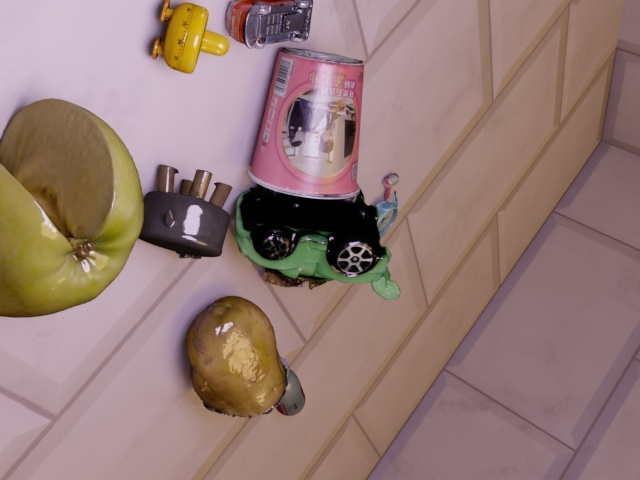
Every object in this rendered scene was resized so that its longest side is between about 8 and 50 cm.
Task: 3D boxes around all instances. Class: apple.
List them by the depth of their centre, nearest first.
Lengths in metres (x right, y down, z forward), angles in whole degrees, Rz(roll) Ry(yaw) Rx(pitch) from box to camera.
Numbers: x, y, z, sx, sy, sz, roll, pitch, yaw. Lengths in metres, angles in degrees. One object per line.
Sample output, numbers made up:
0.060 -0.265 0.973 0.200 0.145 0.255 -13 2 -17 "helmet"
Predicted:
-0.372 -0.042 0.895 0.292 0.254 0.292 -39 149 -29 "apple"

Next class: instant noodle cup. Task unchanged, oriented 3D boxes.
-0.014 -0.231 1.349 0.243 0.243 0.255 -15 121 -52 "instant noodle cup"

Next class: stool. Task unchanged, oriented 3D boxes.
-0.243 -0.045 1.239 0.153 0.228 0.140 17 79 -20 "stool"

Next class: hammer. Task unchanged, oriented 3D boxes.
0.190 -0.145 1.935 0.052 0.031 0.083 -29 145 -38 "hammer"

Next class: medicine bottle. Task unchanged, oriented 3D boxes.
-0.101 0.394 1.898 0.090 0.090 0.217 -46 148 -24 "medicine bottle"

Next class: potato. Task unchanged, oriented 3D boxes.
-0.194 0.237 1.519 0.229 0.229 0.266 -40 131 -32 "potato"

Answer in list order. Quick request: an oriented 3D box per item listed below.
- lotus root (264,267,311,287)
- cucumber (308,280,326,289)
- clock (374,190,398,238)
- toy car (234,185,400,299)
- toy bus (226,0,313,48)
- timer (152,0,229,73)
-0.011 -0.018 1.609 0.314 0.141 0.169 -57 150 -7 "lotus root"
0.043 0.042 1.836 0.227 0.069 0.069 -47 149 -15 "cucumber"
0.175 -0.068 1.948 0.147 0.045 0.108 -50 156 -7 "clock"
0.000 0.000 1.434 0.358 0.214 0.177 5 127 -11 "toy car"
-0.091 -0.384 1.212 0.174 0.077 0.079 -26 137 -45 "toy bus"
-0.195 -0.310 1.080 0.107 0.109 0.107 -165 -90 -79 "timer"
